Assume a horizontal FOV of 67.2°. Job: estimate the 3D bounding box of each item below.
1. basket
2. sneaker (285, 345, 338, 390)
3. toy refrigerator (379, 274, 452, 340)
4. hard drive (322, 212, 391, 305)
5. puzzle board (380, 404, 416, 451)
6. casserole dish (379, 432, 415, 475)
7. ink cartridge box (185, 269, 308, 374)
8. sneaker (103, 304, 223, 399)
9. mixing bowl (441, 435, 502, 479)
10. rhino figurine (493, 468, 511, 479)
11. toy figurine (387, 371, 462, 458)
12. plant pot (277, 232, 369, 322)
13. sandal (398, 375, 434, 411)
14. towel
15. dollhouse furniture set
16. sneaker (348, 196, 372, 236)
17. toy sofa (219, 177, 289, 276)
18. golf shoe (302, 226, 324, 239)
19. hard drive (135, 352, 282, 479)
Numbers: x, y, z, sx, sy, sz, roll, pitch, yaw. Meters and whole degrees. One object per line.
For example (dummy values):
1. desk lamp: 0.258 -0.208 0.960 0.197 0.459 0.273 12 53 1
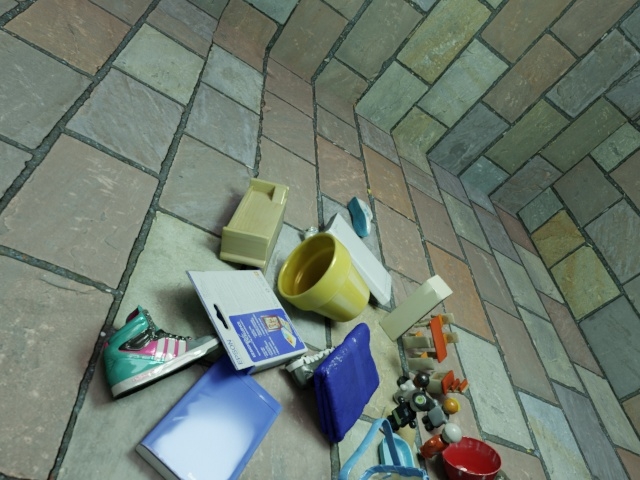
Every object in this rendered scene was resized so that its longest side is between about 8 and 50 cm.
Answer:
1. basket: 0.142 0.611 1.140 0.254 0.200 0.289 -23 101 -57
2. sneaker: 0.003 0.381 1.415 0.234 0.078 0.106 -3 59 -48
3. toy refrigerator: 0.342 0.244 1.754 0.094 0.270 0.102 51 34 17
4. hard drive: 0.150 0.065 1.878 0.353 0.047 0.233 49 20 -8
5. puzzle board: 0.238 0.584 1.485 0.128 0.011 0.096 41 33 -2
6. casserole dish: 0.217 0.646 1.366 0.114 0.037 0.189 25 35 -25
7. ink cartridge box: -0.212 0.216 1.336 0.307 0.072 0.304 2 49 -55
8. sneaker: -0.380 0.231 1.136 0.295 0.123 0.179 -15 73 -52
9. mixing bowl: 0.453 0.696 1.473 0.181 0.098 0.181 4 12 -1
10. rhino figurine: 0.573 0.785 1.555 0.243 0.073 0.106 49 36 13
11. toy figurine: 0.331 0.533 1.496 0.213 0.148 0.209 42 24 2
12. plant pot: 0.027 0.143 1.585 0.239 0.253 0.254 43 28 -31
13. sandal: 0.340 0.519 1.643 0.179 0.040 0.067 40 32 -3
14. towel: 0.074 0.400 1.393 0.308 0.076 0.228 -30 111 -60
15. dollhouse furniture set: 0.425 0.398 1.691 0.262 0.135 0.260 -17 95 -54
16. sneaker: 0.197 -0.104 2.184 0.092 0.087 0.229 23 39 -31
17. toy sofa: -0.219 -0.048 1.637 0.150 0.177 0.363 13 36 0
18. golf shoe: 0.000 0.000 1.888 0.176 0.069 0.086 7 71 -44
19. hard drive: -0.239 0.431 1.118 0.210 0.040 0.319 43 32 1
